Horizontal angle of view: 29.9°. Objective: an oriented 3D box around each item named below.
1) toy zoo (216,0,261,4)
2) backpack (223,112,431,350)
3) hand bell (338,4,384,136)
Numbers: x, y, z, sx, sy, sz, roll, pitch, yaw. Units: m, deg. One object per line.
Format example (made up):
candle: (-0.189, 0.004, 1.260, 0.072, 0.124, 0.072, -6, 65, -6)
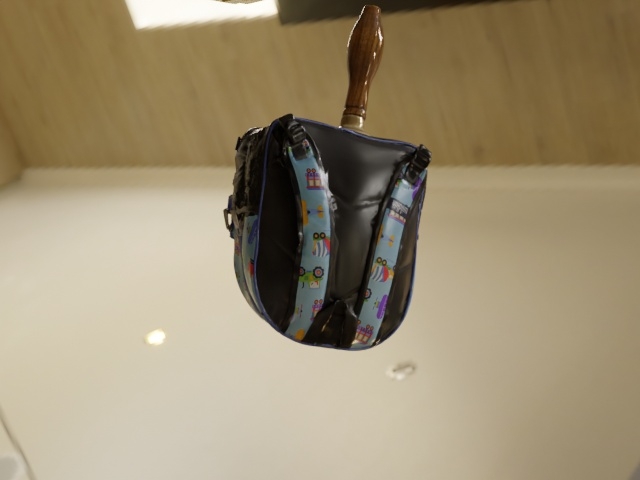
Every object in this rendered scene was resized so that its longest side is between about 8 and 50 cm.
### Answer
toy zoo: (-0.004, -0.166, 0.614, 0.192, 0.030, 0.293, -11, -179, 24)
backpack: (0.000, 0.000, 0.962, 0.158, 0.173, 0.117, 10, 171, -28)
hand bell: (0.036, -0.143, 1.284, 0.126, 0.126, 0.242, -4, -112, 32)
